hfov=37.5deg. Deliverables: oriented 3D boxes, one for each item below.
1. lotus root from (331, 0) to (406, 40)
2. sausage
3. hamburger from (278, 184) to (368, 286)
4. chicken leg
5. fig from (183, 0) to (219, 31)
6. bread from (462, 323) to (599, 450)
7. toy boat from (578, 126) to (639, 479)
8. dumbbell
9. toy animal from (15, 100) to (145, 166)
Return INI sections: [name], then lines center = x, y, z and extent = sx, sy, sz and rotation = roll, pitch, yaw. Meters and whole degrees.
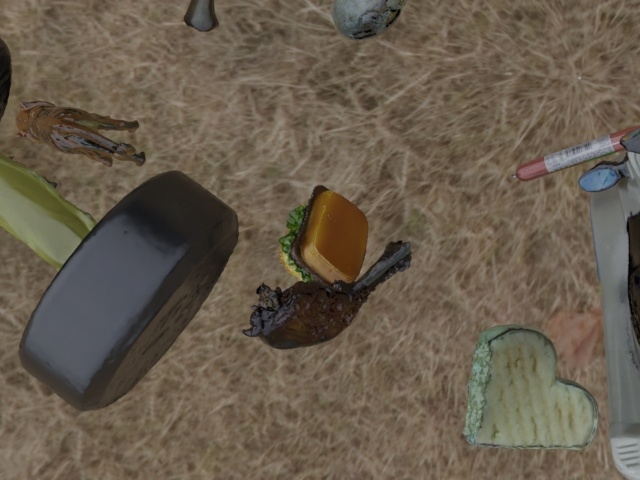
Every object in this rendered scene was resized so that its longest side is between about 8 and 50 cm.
[lotus root]
center = 0.074, -0.346, 1.400
extent = 0.165, 0.088, 0.088
rotation = -8, 99, 56
[sausage]
center = 0.383, -0.127, 1.377
extent = 0.223, 0.029, 0.029
rotation = -18, 94, 28
[hamburger]
center = 0.000, 0.000, 1.403
extent = 0.087, 0.166, 0.137
rotation = -27, 121, 40
[chicken leg]
center = 0.012, 0.067, 1.104
extent = 0.051, 0.253, 0.106
rotation = 38, 133, 32
[fig]
center = -0.024, -0.254, 0.554
extent = 0.146, 0.170, 0.274
rotation = 26, 96, 1
[bread]
center = 0.261, 0.215, 1.245
extent = 0.172, 0.064, 0.232
rotation = -43, 110, -3
[toy boat]
center = 0.222, 0.010, 0.559
extent = 0.141, 0.141, 0.269
rotation = -10, 56, 17
[dumbbell]
center = -0.246, -0.031, 0.766
extent = 0.322, 0.204, 0.203
rotation = 36, 107, 4
[toy animal]
center = -0.252, -0.109, 0.979
extent = 0.099, 0.241, 0.056
rotation = 9, 96, -29
